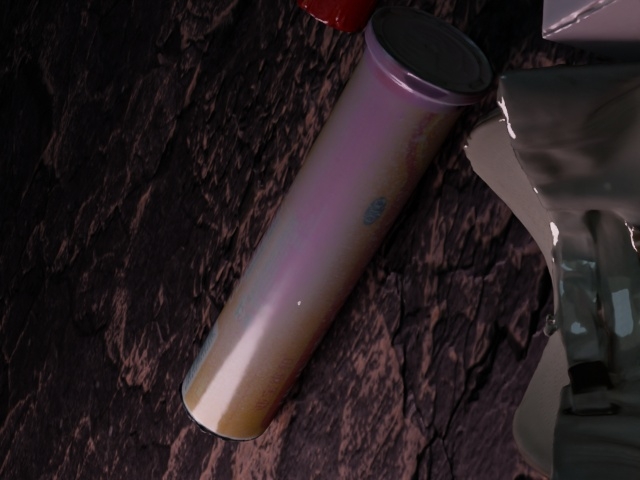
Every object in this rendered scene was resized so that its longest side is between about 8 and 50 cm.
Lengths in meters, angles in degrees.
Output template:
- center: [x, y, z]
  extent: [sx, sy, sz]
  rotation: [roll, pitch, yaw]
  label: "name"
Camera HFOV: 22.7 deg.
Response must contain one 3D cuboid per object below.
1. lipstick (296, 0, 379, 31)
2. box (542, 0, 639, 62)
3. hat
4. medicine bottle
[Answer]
- center: [0.068, -0.308, 1.392]
  extent: [0.279, 0.073, 0.073]
  rotation: [-59, 31, 32]
  label: "lipstick"
- center: [0.233, -0.219, 0.869]
  extent: [0.111, 0.194, 0.260]
  rotation: [-22, 57, 61]
  label: "box"
- center: [0.187, 0.028, 0.951]
  extent: [0.301, 0.168, 0.258]
  rotation: [-177, 81, -87]
  label: "hat"
- center: [0.000, 0.000, 1.356]
  extent: [0.426, 0.108, 0.108]
  rotation: [-60, 31, 35]
  label: "medicine bottle"
